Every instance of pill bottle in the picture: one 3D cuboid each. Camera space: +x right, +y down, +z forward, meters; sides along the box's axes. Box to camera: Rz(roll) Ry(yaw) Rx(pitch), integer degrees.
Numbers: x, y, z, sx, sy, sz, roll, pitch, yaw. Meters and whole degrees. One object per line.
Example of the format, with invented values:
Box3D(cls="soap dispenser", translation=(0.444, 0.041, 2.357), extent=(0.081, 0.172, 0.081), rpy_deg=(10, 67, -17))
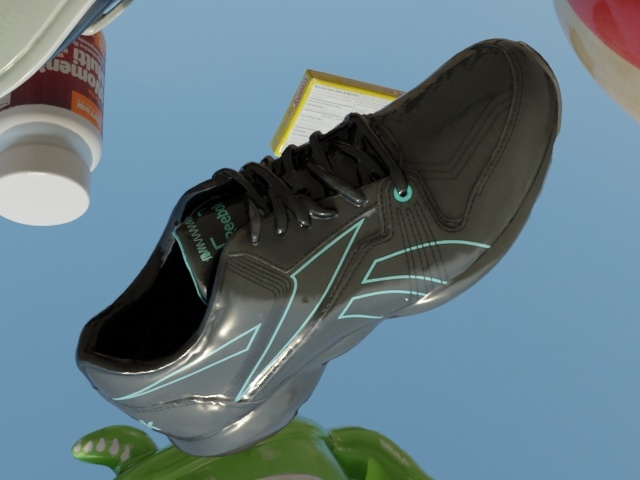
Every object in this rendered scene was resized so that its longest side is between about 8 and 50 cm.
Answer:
Box3D(cls="pill bottle", translation=(-0.290, -0.134, 1.040), extent=(0.121, 0.121, 0.221), rpy_deg=(3, -121, -14))

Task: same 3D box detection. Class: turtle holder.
Box3D(cls="turtle holder", translation=(-0.051, 0.264, 0.772), extent=(0.320, 0.243, 0.227), rpy_deg=(9, -142, -51))

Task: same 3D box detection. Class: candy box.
Box3D(cls="candy box", translation=(0.052, -0.128, 1.127), extent=(0.206, 0.105, 0.027), rpy_deg=(8, -146, -33))

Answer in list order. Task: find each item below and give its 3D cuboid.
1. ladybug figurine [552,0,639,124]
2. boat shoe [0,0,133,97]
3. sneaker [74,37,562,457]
Box3D(cls="ladybug figurine", translation=(0.313, -0.188, 0.613), extent=(0.305, 0.162, 0.449), rpy_deg=(-25, -135, -2))
Box3D(cls="boat shoe", translation=(-0.152, -0.162, 0.556), extent=(0.114, 0.303, 0.091), rpy_deg=(59, -163, -7))
Box3D(cls="sneaker", translation=(0.000, 0.000, 0.464), extent=(0.106, 0.267, 0.101), rpy_deg=(37, -169, -45))
